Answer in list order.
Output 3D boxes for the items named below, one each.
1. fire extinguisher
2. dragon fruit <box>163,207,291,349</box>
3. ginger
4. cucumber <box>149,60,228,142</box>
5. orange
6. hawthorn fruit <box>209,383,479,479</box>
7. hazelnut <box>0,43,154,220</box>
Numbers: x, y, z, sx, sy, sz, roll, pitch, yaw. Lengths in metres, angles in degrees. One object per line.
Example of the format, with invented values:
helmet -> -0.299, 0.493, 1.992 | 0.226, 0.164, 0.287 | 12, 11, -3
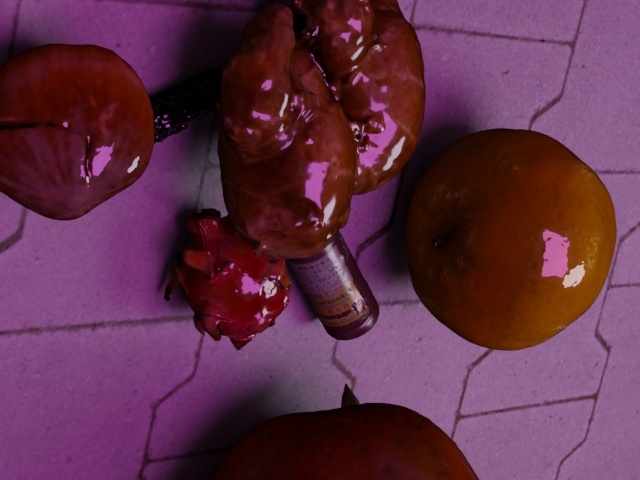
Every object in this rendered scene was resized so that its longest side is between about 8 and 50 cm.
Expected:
fire extinguisher -> -0.007, 0.004, 2.057 | 0.075, 0.106, 0.252 | -21, 132, 9
dragon fruit -> -0.097, 0.041, 1.920 | 0.136, 0.133, 0.166 | -40, 123, -37
ginger -> -0.002, -0.163, 1.883 | 0.357, 0.152, 0.274 | -46, 126, -39
cucumber -> -0.155, -0.140, 1.833 | 0.181, 0.053, 0.053 | -31, 129, -34
orange -> 0.239, -0.004, 2.136 | 0.235, 0.279, 0.279 | 1, 109, -34
hawthorn fruit -> 0.024, 0.362, 2.045 | 0.403, 0.403, 0.403 | -22, 124, -38
hazelnut -> -0.252, -0.099, 1.670 | 0.182, 0.182, 0.182 | -22, 124, -38
